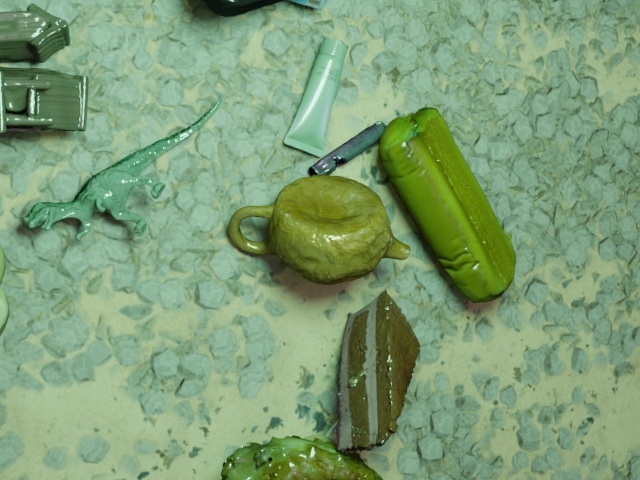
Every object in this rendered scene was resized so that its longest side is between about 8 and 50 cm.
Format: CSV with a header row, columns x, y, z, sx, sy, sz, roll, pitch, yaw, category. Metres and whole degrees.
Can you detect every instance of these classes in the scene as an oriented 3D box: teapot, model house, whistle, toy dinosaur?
x,y,z,sx,sy,sz,roll,pitch,yaw,category
0.000,0.000,1.607,0.311,0.203,0.167,2,130,-3,teapot
-0.446,-0.246,1.432,0.188,0.122,0.229,-3,86,-26,model house
0.052,-0.161,1.697,0.176,0.033,0.033,-36,102,-20,whistle
-0.282,-0.087,1.520,0.383,0.076,0.129,-32,76,-28,toy dinosaur

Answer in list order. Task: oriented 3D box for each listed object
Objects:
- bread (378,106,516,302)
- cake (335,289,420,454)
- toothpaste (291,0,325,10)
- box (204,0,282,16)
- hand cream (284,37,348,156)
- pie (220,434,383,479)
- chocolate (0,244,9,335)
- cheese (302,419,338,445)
x,y,z,sx,sy,sz,roll,pitch,yaw,category
0.227,-0.060,1.725,0.383,0.112,0.166,57,40,-16,bread
0.097,0.234,1.599,0.113,0.116,0.295,44,37,-28,cake
-0.086,-0.453,1.642,0.193,0.070,0.044,12,112,-23,toothpaste
-0.120,-0.521,1.563,0.290,0.073,0.289,-29,85,-34,box
-0.002,-0.255,1.670,0.078,0.050,0.204,19,85,-28,hand cream
-0.019,0.472,1.548,0.355,0.103,0.288,28,86,-22,pie
-0.583,0.084,1.260,0.326,0.314,0.297,-48,109,-19,chocolate
0.009,0.370,1.646,0.255,0.050,0.127,-44,104,-19,cheese
